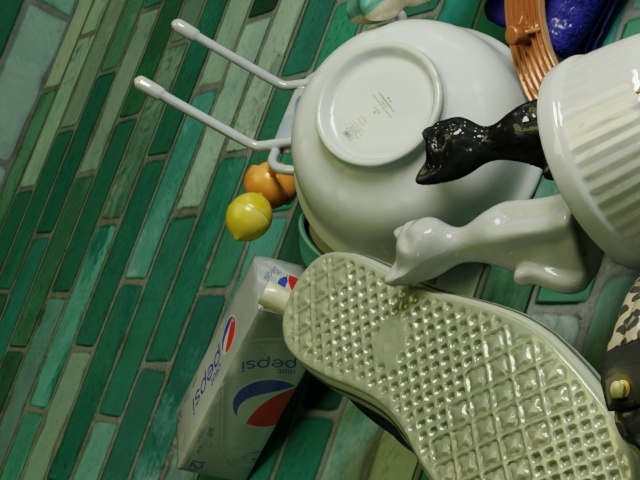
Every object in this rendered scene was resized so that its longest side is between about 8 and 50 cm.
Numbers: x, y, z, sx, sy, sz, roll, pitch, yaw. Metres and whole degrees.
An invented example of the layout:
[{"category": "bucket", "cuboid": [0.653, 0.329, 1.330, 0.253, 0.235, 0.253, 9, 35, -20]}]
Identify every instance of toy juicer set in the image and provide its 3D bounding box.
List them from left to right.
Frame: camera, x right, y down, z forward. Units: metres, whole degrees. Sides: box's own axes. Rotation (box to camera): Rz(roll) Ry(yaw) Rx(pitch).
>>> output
[{"category": "toy juicer set", "cuboid": [0.000, 0.000, 1.969, 0.329, 0.209, 0.089, -102, 34, -52]}]

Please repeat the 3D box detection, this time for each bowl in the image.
[{"category": "bowl", "cuboid": [0.084, -0.123, 1.853, 0.298, 0.134, 0.298, -9, 67, 21]}]

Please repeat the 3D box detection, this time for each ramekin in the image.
[{"category": "ramekin", "cuboid": [0.296, -0.085, 1.522, 0.109, 0.207, 0.207, -28, 43, 37]}]

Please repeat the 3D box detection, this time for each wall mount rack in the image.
[{"category": "wall mount rack", "cuboid": [-0.047, -0.197, 2.118, 0.304, 0.130, 0.350, -6, 24, 12]}]

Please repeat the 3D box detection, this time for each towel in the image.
[{"category": "towel", "cuboid": [0.305, -0.349, 1.890, 0.308, 0.076, 0.227, -60, 19, 9]}]

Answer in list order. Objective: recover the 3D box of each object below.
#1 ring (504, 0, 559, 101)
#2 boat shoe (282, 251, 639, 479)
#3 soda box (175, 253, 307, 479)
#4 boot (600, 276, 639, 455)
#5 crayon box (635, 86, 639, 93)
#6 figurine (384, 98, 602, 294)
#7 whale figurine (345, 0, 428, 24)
[{"category": "ring", "cuboid": [0.280, -0.237, 1.697, 0.336, 0.032, 0.336, 15, 108, 58]}, {"category": "boat shoe", "cuboid": [0.149, 0.151, 1.637, 0.500, 0.156, 0.187, 31, 92, 52]}, {"category": "soda box", "cuboid": [-0.084, 0.156, 2.046, 0.098, 0.091, 0.286, -97, 28, -49]}, {"category": "boot", "cuboid": [0.346, 0.117, 1.310, 0.284, 0.138, 0.377, -29, 39, 48]}, {"category": "crayon box", "cuboid": [0.429, -0.174, 1.366, 0.318, 0.081, 0.202, -4, 41, 51]}, {"category": "figurine", "cuboid": [0.168, -0.042, 1.643, 0.209, 0.092, 0.215, -4, 48, 30]}, {"category": "whale figurine", "cuboid": [0.126, -0.351, 1.913, 0.272, 0.141, 0.216, -39, 11, -5]}]
